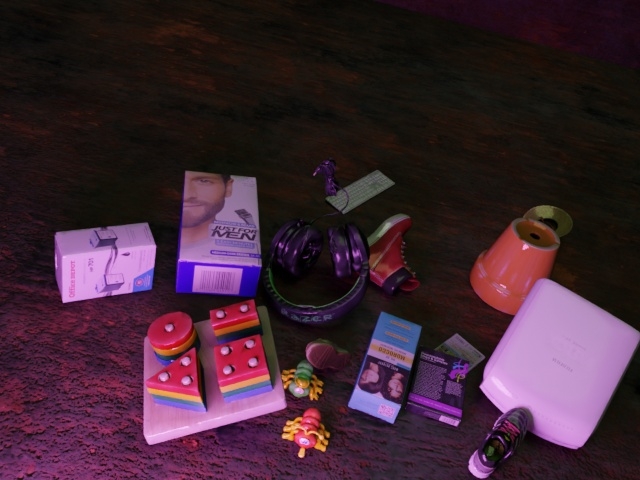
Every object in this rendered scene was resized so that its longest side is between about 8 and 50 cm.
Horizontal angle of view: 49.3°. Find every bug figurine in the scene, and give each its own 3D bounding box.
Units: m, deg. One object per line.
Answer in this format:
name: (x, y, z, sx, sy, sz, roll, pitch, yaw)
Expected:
bug figurine: (-0.104, 0.298, 1.346, 0.278, 0.072, 0.216, 15, 38, 0)

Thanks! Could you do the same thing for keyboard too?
keyboard: (0.118, -0.142, 2.005, 0.072, 0.014, 0.256, 35, 43, 23)

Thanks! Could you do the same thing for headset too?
headset: (0.000, 0.000, 1.623, 0.243, 0.185, 0.394, 4, 52, 10)

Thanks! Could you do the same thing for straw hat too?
straw hat: (0.653, -0.034, 2.024, 0.144, 0.061, 0.145, -3, 44, 3)

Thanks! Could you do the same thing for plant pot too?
plant pot: (0.507, 0.054, 1.764, 0.205, 0.188, 0.205, 10, 39, -8)

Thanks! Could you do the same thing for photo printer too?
photo printer: (0.507, 0.267, 1.493, 0.256, 0.107, 0.308, 33, 70, 14)

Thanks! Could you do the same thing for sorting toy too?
sorting toy: (-0.212, 0.221, 1.303, 0.255, 0.089, 0.257, -14, 38, -4)

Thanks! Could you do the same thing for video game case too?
video game case: (0.306, 0.265, 1.579, 0.122, 0.011, 0.087, -25, 54, -40)

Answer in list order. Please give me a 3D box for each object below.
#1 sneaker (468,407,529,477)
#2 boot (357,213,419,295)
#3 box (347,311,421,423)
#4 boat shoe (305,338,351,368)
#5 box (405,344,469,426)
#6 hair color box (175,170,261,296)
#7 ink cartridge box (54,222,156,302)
sneaker: (0.359, 0.390, 1.362, 0.063, 0.075, 0.170, 42, 64, 17)
boot: (0.202, 0.040, 1.761, 0.176, 0.088, 0.244, 34, 50, 20)
box: (0.141, 0.264, 1.483, 0.100, 0.060, 0.244, 20, 38, 5)
boat shoe: (0.009, 0.231, 1.441, 0.048, 0.056, 0.153, 36, 8, 34)
box: (0.251, 0.307, 1.485, 0.116, 0.029, 0.162, 18, 45, 5)
hair color box: (-0.243, -0.023, 1.661, 0.185, 0.110, 0.339, 5, 38, -13)
ink cartridge box: (-0.455, 0.045, 1.474, 0.190, 0.140, 0.082, -9, 47, -27)
